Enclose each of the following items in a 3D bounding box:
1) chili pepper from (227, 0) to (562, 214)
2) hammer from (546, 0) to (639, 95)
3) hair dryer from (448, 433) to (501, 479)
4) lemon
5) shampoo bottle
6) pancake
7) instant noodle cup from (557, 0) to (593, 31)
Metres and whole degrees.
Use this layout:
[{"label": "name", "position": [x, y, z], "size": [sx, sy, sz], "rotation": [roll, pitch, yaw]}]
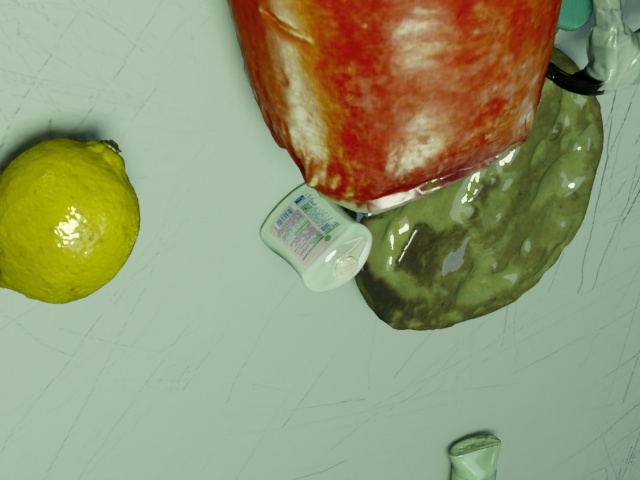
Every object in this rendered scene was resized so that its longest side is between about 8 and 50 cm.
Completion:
[{"label": "chili pepper", "position": [0.058, -0.202, 0.785], "size": [0.251, 0.229, 0.305], "rotation": [-25, 140, -16]}, {"label": "hammer", "position": [0.206, -0.297, 0.826], "size": [0.152, 0.044, 0.427], "rotation": [-25, 127, -13]}, {"label": "hair dryer", "position": [0.096, 0.332, 1.249], "size": [0.237, 0.075, 0.206], "rotation": [-13, 118, -16]}, {"label": "lemon", "position": [-0.184, -0.015, 0.798], "size": [0.133, 0.109, 0.109], "rotation": [-51, 132, 3]}, {"label": "shampoo bottle", "position": [0.000, 0.000, 0.932], "size": [0.072, 0.099, 0.043], "rotation": [-45, 133, 0]}, {"label": "pancake", "position": [0.144, -0.039, 1.036], "size": [0.294, 0.049, 0.294], "rotation": [-17, 125, -27]}, {"label": "instant noodle cup", "position": [0.186, -0.252, 0.913], "size": [0.157, 0.070, 0.179], "rotation": [8, 115, -34]}]
